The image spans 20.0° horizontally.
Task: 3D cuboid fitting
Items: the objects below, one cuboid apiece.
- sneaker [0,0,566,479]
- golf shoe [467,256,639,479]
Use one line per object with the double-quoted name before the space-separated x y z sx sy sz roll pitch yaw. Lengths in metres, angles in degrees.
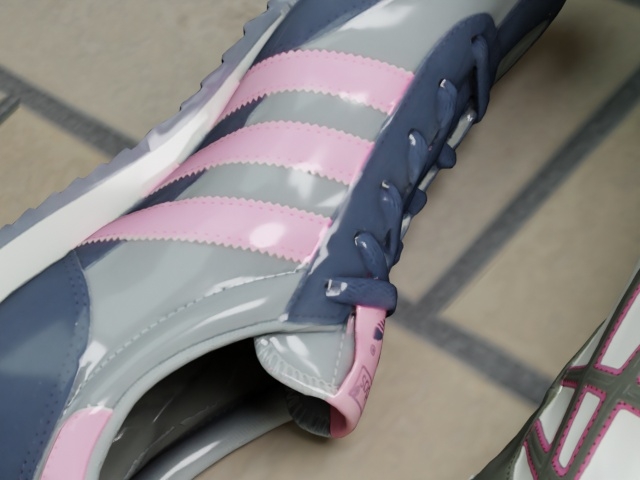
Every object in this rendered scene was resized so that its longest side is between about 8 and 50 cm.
"sneaker" 0.000 0.000 0.653 0.319 0.112 0.131 -43 61 -9
"golf shoe" 0.088 0.066 0.530 0.120 0.105 0.273 -5 48 34
